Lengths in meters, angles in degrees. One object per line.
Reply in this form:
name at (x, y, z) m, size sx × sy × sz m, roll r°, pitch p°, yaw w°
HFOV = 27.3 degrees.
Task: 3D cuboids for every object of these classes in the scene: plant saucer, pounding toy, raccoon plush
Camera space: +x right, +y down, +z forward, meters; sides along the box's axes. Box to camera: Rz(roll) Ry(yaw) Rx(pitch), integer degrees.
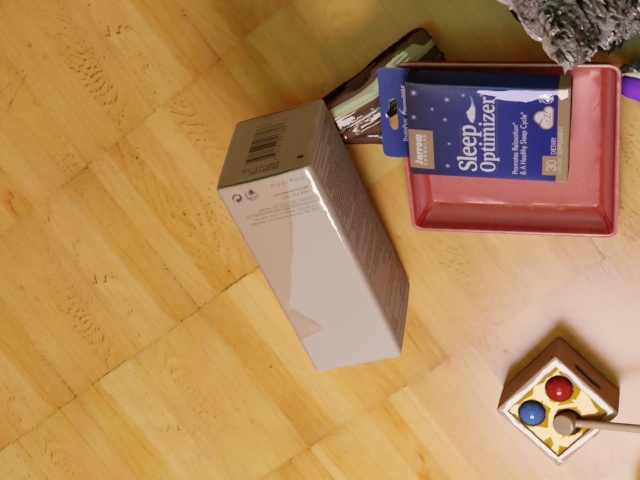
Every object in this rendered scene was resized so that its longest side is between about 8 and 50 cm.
plant saucer at (0.230, -0.118, 1.592) m, size 0.259 × 0.048 × 0.258 m, roll 3°, pitch 132°, yaw 14°
pounding toy at (0.322, 0.215, 1.690) m, size 0.141 × 0.100 × 0.130 m, roll 42°, pitch 113°, yaw -1°
raccoon plush at (0.389, -0.328, 1.386) m, size 0.446 × 0.299 × 0.216 m, roll -22°, pitch 101°, yaw 20°

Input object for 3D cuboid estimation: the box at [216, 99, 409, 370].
box at (0.000, 0.000, 1.626) m, size 0.121 × 0.148 × 0.311 m, roll -13°, pitch 125°, yaw 19°

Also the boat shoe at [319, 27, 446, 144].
boat shoe at (0.053, -0.151, 1.646) m, size 0.257 × 0.095 × 0.095 m, roll -35°, pitch 102°, yaw 22°

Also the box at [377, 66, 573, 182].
box at (0.177, -0.134, 1.536) m, size 0.225 × 0.036 × 0.136 m, roll 5°, pitch 133°, yaw 13°

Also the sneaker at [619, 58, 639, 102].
sneaker at (0.475, -0.117, 1.540) m, size 0.293 × 0.102 × 0.146 m, roll 18°, pitch 112°, yaw 8°
